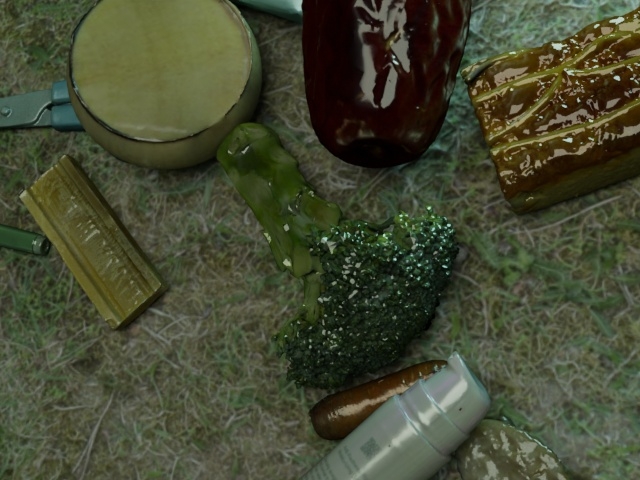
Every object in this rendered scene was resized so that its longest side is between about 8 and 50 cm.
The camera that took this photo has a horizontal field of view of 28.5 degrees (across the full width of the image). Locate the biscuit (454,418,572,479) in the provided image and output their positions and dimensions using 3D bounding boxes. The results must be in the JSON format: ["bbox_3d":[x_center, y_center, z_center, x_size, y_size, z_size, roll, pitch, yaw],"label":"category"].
[{"bbox_3d":[0.233,0.314,1.427,0.133,0.032,0.250,-20,71,24],"label":"biscuit"}]

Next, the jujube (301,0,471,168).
[{"bbox_3d":[0.077,-0.252,1.549,0.223,0.223,0.318,0,71,16],"label":"jujube"}]

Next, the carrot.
[{"bbox_3d":[0.077,0.190,1.511,0.186,0.060,0.060,-22,70,7],"label":"carrot"}]

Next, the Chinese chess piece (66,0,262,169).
[{"bbox_3d":[-0.205,-0.219,1.658,0.257,0.104,0.257,0,71,1],"label":"Chinese chess piece"}]

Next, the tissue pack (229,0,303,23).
[{"bbox_3d":[-0.093,-0.404,1.713,0.263,0.089,0.177,19,87,21],"label":"tissue pack"}]

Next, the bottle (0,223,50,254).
[{"bbox_3d":[-0.411,-0.001,1.724,0.083,0.030,0.030,13,78,18],"label":"bottle"}]

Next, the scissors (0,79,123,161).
[{"bbox_3d":[-0.402,-0.184,1.774,0.447,0.029,0.193,-5,74,14],"label":"scissors"}]

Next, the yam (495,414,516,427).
[{"bbox_3d":[0.240,0.252,1.466,0.021,0.021,0.116,-36,68,4],"label":"yam"}]

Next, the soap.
[{"bbox_3d":[-0.305,0.002,1.689,0.092,0.037,0.252,-40,68,3],"label":"soap"}]

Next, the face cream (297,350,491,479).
[{"bbox_3d":[0.055,0.270,1.455,0.345,0.102,0.102,-41,68,8],"label":"face cream"}]

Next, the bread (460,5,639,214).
[{"bbox_3d":[0.327,-0.163,1.513,0.274,0.114,0.185,-19,71,8],"label":"bread"}]

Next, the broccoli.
[{"bbox_3d":[0.009,-0.015,1.534,0.252,0.221,0.361,-41,62,41],"label":"broccoli"}]
